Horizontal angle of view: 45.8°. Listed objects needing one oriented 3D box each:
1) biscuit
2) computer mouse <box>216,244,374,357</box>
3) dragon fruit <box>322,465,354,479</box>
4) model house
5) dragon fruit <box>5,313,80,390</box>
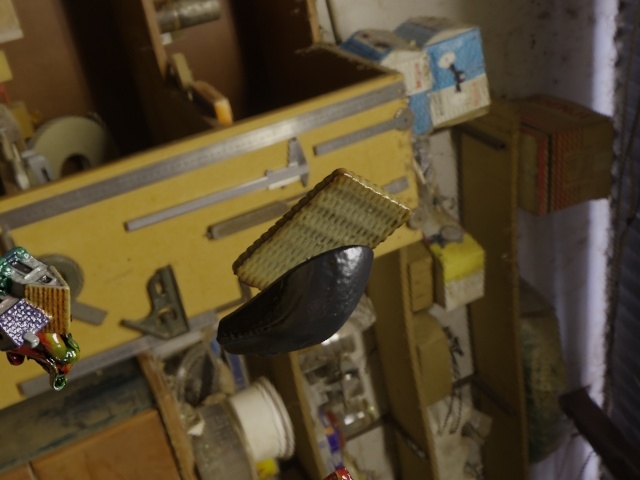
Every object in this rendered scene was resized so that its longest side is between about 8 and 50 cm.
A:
[{"bbox_3d":[0.000,0.000,1.148,0.254,0.172,0.029,-42,-134,25],"label":"biscuit"},{"bbox_3d":[-0.030,0.102,1.036,0.264,0.147,0.088,-33,-114,28],"label":"computer mouse"},{"bbox_3d":[0.019,0.407,1.118,0.083,0.106,0.162,60,-8,26],"label":"dragon fruit"},{"bbox_3d":[-0.365,0.079,0.927,0.100,0.101,0.088,26,-52,13],"label":"model house"},{"bbox_3d":[-0.395,0.123,1.060,0.175,0.138,0.142,53,14,-6],"label":"dragon fruit"}]
